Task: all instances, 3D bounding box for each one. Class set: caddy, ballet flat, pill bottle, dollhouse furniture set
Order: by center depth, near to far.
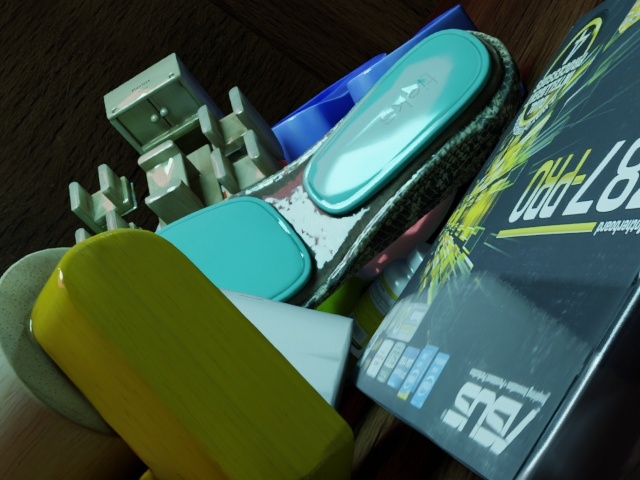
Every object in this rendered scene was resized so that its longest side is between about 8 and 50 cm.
[{"bbox_3d":[0.074,0.059,0.979,0.116,0.065,0.065,-51,7,26],"label":"pill bottle"},{"bbox_3d":[0.000,0.000,0.990,0.483,0.164,0.182,-37,-38,-1],"label":"ballet flat"},{"bbox_3d":[-0.138,-0.060,1.146,0.212,0.161,0.242,-29,45,10],"label":"dollhouse furniture set"},{"bbox_3d":[0.101,-0.129,1.221,0.241,0.179,0.341,-27,10,33],"label":"caddy"}]

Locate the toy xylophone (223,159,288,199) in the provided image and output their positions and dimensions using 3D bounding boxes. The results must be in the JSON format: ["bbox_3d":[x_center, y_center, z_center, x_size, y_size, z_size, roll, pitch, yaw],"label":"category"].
[{"bbox_3d":[-0.116,-0.019,1.330,0.323,0.081,0.236,-30,-9,7],"label":"toy xylophone"}]

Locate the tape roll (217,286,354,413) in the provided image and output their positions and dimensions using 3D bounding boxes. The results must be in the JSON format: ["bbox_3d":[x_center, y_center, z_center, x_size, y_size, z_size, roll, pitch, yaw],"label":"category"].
[{"bbox_3d":[-0.081,0.159,0.773,0.246,0.169,0.246,13,-90,-86],"label":"tape roll"}]

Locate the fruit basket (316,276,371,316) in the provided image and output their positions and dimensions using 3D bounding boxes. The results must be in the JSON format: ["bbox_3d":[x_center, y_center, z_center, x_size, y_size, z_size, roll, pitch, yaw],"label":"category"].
[{"bbox_3d":[-0.080,0.129,1.237,0.392,0.283,0.392,-14,-8,-2],"label":"fruit basket"}]

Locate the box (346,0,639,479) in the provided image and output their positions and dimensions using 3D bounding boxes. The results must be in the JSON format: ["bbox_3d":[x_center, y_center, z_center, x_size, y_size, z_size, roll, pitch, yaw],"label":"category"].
[{"bbox_3d":[0.161,-0.014,0.572,0.318,0.097,0.395,-59,5,-4],"label":"box"}]

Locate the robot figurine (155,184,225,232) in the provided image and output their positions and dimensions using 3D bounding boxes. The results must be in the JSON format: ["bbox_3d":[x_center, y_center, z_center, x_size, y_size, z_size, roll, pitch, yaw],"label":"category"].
[{"bbox_3d":[-0.118,0.024,1.616,0.300,0.200,0.353,-57,-28,13],"label":"robot figurine"}]

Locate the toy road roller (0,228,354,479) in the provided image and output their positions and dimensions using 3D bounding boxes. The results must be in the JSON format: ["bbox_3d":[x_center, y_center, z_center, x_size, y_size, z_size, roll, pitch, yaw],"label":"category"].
[{"bbox_3d":[-0.094,0.178,0.452,0.202,0.329,0.240,-51,-14,32],"label":"toy road roller"}]
